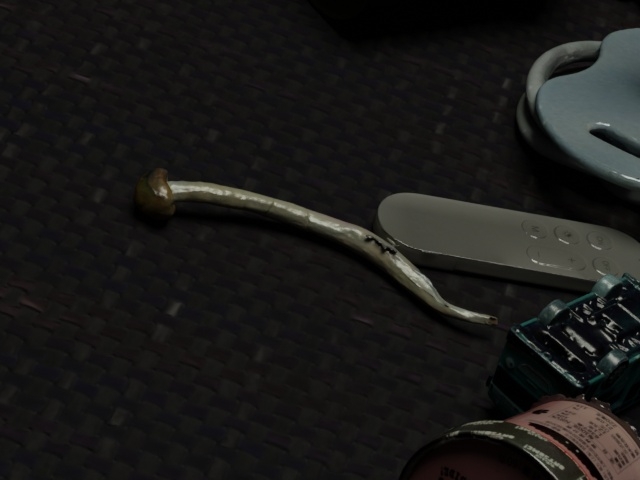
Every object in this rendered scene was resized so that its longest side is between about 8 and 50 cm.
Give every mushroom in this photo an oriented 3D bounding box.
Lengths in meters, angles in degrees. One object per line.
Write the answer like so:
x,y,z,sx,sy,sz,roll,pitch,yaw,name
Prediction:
-0.001,0.001,1.375,0.306,0.043,0.068,19,57,-2,mushroom

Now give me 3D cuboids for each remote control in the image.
0.163,0.005,1.444,0.245,0.022,0.077,10,39,-11,remote control

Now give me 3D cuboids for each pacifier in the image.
0.319,-0.163,1.533,0.244,0.233,0.299,32,40,19,pacifier

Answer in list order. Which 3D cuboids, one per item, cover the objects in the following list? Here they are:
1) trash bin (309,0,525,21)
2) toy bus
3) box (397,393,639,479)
0.146,-0.330,1.679,0.333,0.214,0.214,-18,52,-30,trash bin
0.203,0.093,1.304,0.079,0.092,0.160,41,38,27,toy bus
0.147,0.178,1.146,0.151,0.151,0.135,39,36,23,box
